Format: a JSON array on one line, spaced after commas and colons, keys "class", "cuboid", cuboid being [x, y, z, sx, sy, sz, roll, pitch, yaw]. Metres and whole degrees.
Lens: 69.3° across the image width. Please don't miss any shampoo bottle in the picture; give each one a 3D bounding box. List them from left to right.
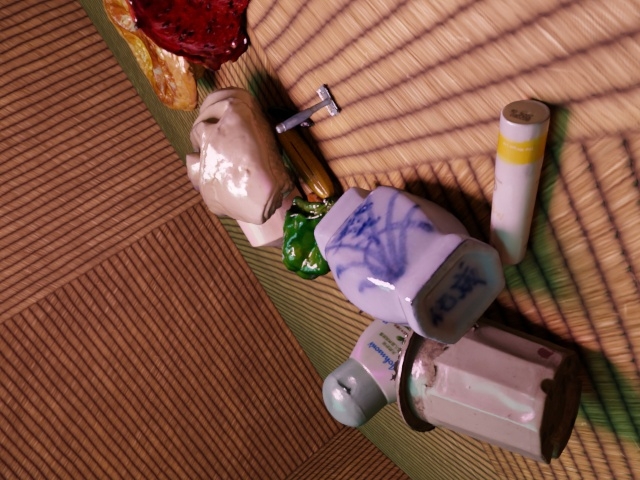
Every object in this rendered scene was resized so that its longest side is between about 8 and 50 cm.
[{"class": "shampoo bottle", "cuboid": [0.160, 0.321, 1.173, 0.222, 0.349, 0.151, 43, 160, 35]}]

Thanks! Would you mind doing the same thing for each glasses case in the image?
[{"class": "glasses case", "cuboid": [-0.040, -0.204, 1.194, 0.234, 0.064, 0.079, 56, -176, 3]}]

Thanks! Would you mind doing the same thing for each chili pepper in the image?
[{"class": "chili pepper", "cuboid": [-0.007, 0.008, 1.252, 0.213, 0.167, 0.385, 15, 159, -6]}]

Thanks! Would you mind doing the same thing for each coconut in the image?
[{"class": "coconut", "cuboid": [-0.151, -0.078, 1.453, 0.241, 0.241, 0.241, 48, 161, 22]}]

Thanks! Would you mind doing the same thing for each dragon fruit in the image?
[{"class": "dragon fruit", "cuboid": [-0.304, -0.530, 1.000, 0.228, 0.286, 0.329, 47, 170, 12]}]

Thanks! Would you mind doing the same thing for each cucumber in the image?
[{"class": "cucumber", "cuboid": [-0.080, -0.314, 1.161, 0.184, 0.033, 0.036, 34, 132, 45]}]

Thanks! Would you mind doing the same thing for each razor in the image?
[{"class": "razor", "cuboid": [-0.032, -0.261, 0.960, 0.068, 0.135, 0.040, 58, 166, -10]}]

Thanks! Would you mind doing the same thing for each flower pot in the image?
[{"class": "flower pot", "cuboid": [0.311, 0.251, 0.844, 0.259, 0.290, 0.290, 8, 133, 46]}]

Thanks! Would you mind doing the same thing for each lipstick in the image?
[{"class": "lipstick", "cuboid": [0.273, -0.067, 0.651, 0.059, 0.059, 0.264, 40, 157, 39]}]

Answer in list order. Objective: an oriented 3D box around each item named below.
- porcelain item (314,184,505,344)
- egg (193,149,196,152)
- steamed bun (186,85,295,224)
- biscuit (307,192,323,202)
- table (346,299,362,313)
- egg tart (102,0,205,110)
[{"class": "porcelain item", "cuboid": [0.136, 0.023, 0.861, 0.178, 0.242, 0.405, 42, 178, -25]}, {"class": "egg", "cuboid": [-0.383, -0.303, 1.742, 0.236, 0.169, 0.169, 41, 158, 36]}, {"class": "steamed bun", "cuboid": [-0.220, -0.202, 1.198, 0.352, 0.247, 0.339, 65, -170, -3]}, {"class": "biscuit", "cuboid": [-0.007, -0.110, 1.372, 0.091, 0.015, 0.078, 41, 157, 36]}, {"class": "table", "cuboid": [0.129, 0.169, 1.419, 0.083, 0.082, 0.070, 41, 157, 39]}, {"class": "egg tart", "cuboid": [-0.480, -0.611, 1.418, 0.443, 0.178, 0.443, 45, 160, 21]}]
